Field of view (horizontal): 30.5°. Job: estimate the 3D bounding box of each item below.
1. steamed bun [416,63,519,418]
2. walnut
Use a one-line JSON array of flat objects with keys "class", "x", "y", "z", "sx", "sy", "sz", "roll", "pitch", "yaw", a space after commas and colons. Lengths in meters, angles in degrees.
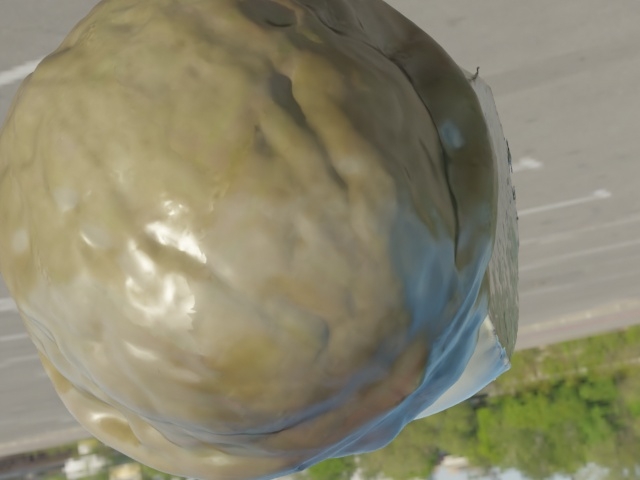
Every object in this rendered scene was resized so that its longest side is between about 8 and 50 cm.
[{"class": "steamed bun", "x": 0.000, "y": 0.000, "z": 0.915, "sx": 0.309, "sy": 0.309, "sz": 0.309, "roll": -10, "pitch": 171, "yaw": -2}, {"class": "walnut", "x": -0.030, "y": -0.006, "z": 0.555, "sx": 0.248, "sy": 0.248, "sz": 0.248, "roll": -10, "pitch": 171, "yaw": -2}]
